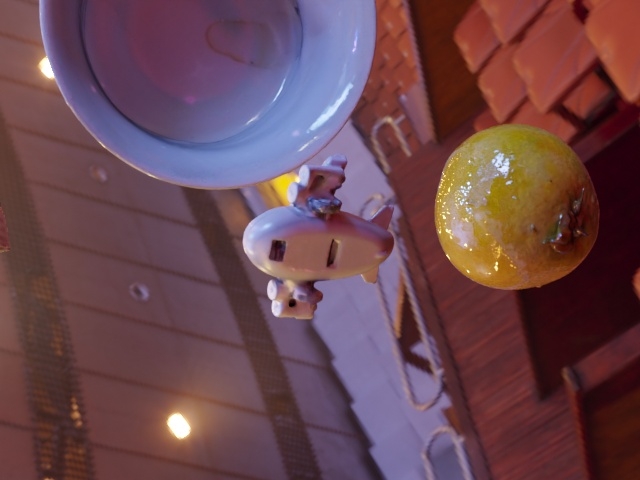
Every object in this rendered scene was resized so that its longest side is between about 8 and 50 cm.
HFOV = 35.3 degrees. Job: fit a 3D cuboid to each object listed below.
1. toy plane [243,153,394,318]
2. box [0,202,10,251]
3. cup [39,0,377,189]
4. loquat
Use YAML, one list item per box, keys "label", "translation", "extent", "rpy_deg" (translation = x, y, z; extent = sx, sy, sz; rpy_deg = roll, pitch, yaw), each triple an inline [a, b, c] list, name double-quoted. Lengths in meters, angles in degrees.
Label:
- label: "toy plane"
  translation: [0.000, 0.000, 1.401]
  extent: [0.245, 0.244, 0.117]
  rpy_deg: [34, -178, -37]
- label: "box"
  translation: [-0.570, 0.008, 1.183]
  extent: [0.200, 0.343, 0.065]
  rpy_deg: [47, -148, -81]
- label: "cup"
  translation: [-0.127, -0.228, 1.083]
  extent: [0.347, 0.347, 0.163]
  rpy_deg: [46, 169, -15]
- label: "loquat"
  translation: [0.321, -0.046, 1.634]
  extent: [0.275, 0.275, 0.275]
  rpy_deg: [42, -156, -23]
